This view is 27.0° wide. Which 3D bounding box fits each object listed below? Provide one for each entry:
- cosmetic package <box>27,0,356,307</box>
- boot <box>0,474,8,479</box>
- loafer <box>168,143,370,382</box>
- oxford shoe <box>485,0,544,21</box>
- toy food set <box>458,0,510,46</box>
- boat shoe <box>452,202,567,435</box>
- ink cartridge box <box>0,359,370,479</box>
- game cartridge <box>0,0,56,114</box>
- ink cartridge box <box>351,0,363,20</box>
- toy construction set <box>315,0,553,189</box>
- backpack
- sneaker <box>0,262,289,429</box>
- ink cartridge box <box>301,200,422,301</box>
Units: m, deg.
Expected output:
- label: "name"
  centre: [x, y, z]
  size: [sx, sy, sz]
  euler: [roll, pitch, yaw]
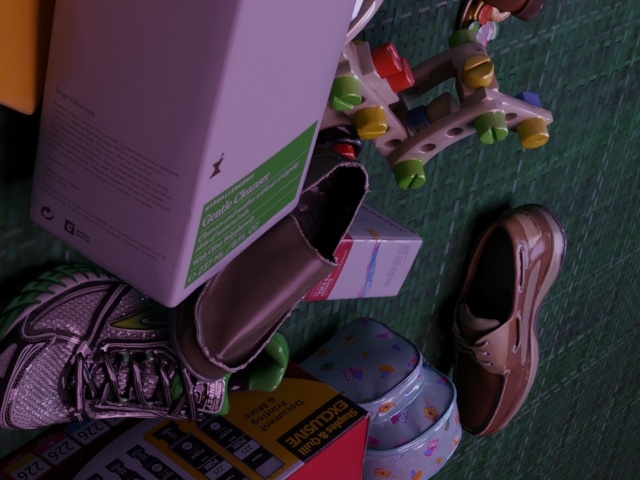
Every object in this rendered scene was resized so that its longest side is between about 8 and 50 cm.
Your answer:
- label: "cosmetic package"
  centre: [-0.084, -0.159, 0.973]
  size: [0.197, 0.155, 0.365]
  euler: [-42, 157, -46]
- label: "boot"
  centre: [-0.290, 0.241, 1.104]
  size: [0.077, 0.137, 0.198]
  euler: [-39, 145, -31]
- label: "loafer"
  centre: [-0.041, 0.011, 1.151]
  size: [0.094, 0.087, 0.251]
  euler: [44, 64, -27]
- label: "oxford shoe"
  centre: [0.226, -0.348, 1.428]
  size: [0.076, 0.076, 0.212]
  euler: [17, 92, -18]
- label: "toy food set"
  centre: [0.183, -0.251, 1.488]
  size: [0.083, 0.020, 0.082]
  euler: [13, 105, -59]
- label: "boat shoe"
  centre: [0.224, 0.105, 1.772]
  size: [0.120, 0.123, 0.324]
  euler: [-7, 113, -47]
- label: "ink cartridge box"
  centre: [-0.104, 0.248, 1.250]
  size: [0.309, 0.272, 0.130]
  euler: [-33, 140, -38]
- label: "game cartridge"
  centre: [-0.240, -0.254, 0.849]
  size: [0.324, 0.053, 0.285]
  euler: [23, 96, -57]
- label: "ink cartridge box"
  centre: [-0.014, -0.245, 1.106]
  size: [0.052, 0.122, 0.088]
  euler: [1, 114, -56]
- label: "toy construction set"
  centre: [0.070, -0.165, 1.235]
  size: [0.215, 0.151, 0.327]
  euler: [-19, 139, 17]
- label: "backpack"
  centre: [0.065, 0.190, 1.527]
  size: [0.166, 0.188, 0.144]
  euler: [-36, 142, -33]
- label: "sneaker"
  centre: [-0.156, 0.097, 1.169]
  size: [0.344, 0.146, 0.134]
  euler: [-13, 126, -50]
- label: "ink cartridge box"
  centre: [0.000, 0.000, 1.329]
  size: [0.175, 0.127, 0.072]
  euler: [2, 116, -56]
